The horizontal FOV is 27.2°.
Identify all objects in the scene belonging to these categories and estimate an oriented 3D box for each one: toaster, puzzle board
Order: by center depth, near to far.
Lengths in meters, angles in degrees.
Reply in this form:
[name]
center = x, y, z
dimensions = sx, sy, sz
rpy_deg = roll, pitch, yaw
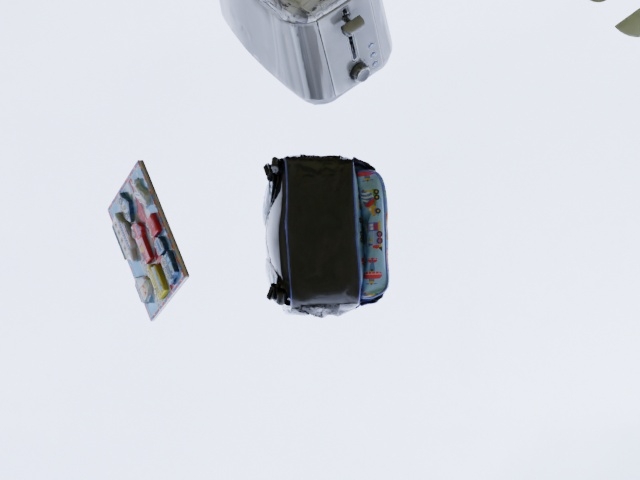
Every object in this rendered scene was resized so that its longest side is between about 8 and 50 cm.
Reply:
[puzzle board]
center = -0.168, 0.001, 1.260
dimensions = 0.011, 0.096, 0.128
rpy_deg = -10, -113, -34
[toaster]
center = -0.027, -0.258, 1.340
dimensions = 0.129, 0.146, 0.227
rpy_deg = -34, -119, -13

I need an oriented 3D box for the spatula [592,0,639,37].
[spatula]
center = 0.381, -0.270, 1.338
dimensions = 0.242, 0.019, 0.168
rpy_deg = -37, -107, -22

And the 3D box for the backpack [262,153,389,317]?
[backpack]
center = 0.000, 0.000, 1.301
dimensions = 0.117, 0.173, 0.158
rpy_deg = -2, -97, -5
